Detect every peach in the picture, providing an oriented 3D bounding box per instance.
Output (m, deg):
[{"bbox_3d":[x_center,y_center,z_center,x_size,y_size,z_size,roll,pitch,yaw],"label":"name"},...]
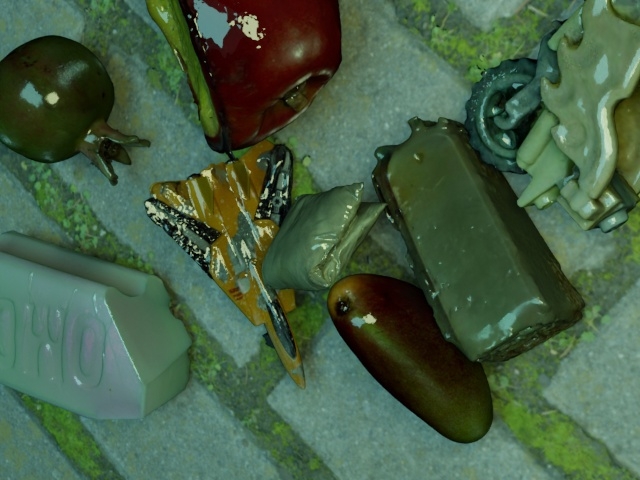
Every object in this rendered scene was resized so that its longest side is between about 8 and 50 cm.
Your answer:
[{"bbox_3d":[-0.094,-0.296,1.199,0.201,0.257,0.361,-21,70,-12],"label":"peach"}]

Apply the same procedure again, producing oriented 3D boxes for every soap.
[{"bbox_3d":[-0.357,0.130,1.439,0.347,0.115,0.208,15,111,25],"label":"soap"}]

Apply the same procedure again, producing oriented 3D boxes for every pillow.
[{"bbox_3d":[0.000,0.000,1.176,0.078,0.181,0.134,39,73,-15],"label":"pillow"}]

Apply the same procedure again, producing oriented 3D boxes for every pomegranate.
[{"bbox_3d":[-0.347,-0.174,1.379,0.224,0.181,0.181,37,114,2],"label":"pomegranate"}]

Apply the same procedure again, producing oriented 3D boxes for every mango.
[{"bbox_3d":[0.115,0.130,1.158,0.111,0.133,0.267,-39,108,16],"label":"mango"}]

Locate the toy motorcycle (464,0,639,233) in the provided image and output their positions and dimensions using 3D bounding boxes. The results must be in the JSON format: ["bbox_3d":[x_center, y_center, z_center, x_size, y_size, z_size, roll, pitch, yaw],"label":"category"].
[{"bbox_3d":[0.336,-0.170,0.999,0.410,0.169,0.237,-39,71,33],"label":"toy motorcycle"}]

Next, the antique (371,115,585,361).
[{"bbox_3d":[0.168,-0.008,1.139,0.125,0.150,0.284,-35,71,24],"label":"antique"}]

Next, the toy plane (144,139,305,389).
[{"bbox_3d":[-0.083,0.045,1.295,0.103,0.204,0.316,19,131,67],"label":"toy plane"}]
